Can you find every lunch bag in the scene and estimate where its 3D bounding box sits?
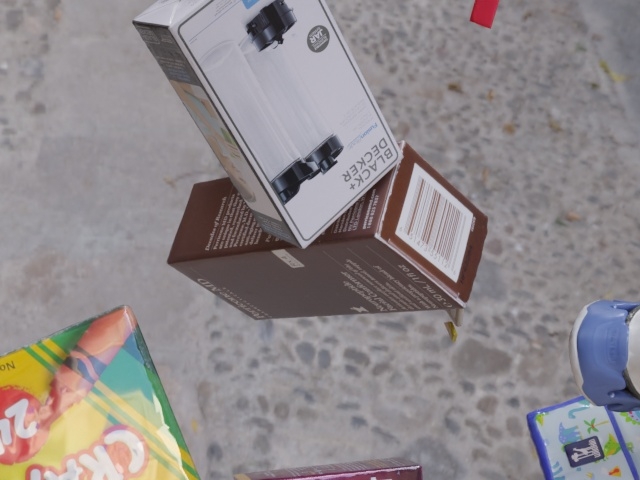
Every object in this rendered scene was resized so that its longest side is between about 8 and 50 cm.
[{"bbox_3d":[0.298,0.231,1.053,0.151,0.096,0.129,1,46,-12],"label":"lunch bag"}]

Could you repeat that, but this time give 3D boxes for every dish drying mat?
[{"bbox_3d":[0.206,-0.304,1.247,0.032,0.083,0.008,27,25,28],"label":"dish drying mat"}]

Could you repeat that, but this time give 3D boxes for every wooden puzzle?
[{"bbox_3d":[0.209,0.091,1.582,0.014,0.116,0.078,0,26,-13],"label":"wooden puzzle"}]

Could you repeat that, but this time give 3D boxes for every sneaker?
[{"bbox_3d":[0.396,0.115,0.903,0.315,0.182,0.128,8,81,-30],"label":"sneaker"}]

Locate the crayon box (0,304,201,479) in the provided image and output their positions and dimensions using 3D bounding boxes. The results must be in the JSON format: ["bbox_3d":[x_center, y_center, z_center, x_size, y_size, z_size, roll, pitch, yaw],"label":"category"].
[{"bbox_3d":[-0.163,0.227,0.694,0.202,0.081,0.319,-23,88,-12],"label":"crayon box"}]

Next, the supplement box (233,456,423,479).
[{"bbox_3d":[0.010,0.287,1.053,0.188,0.081,0.104,-3,84,-12],"label":"supplement box"}]

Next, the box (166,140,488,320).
[{"bbox_3d":[0.000,0.000,1.326,0.381,0.191,0.143,-6,57,44],"label":"box"}]

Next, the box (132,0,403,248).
[{"bbox_3d":[-0.045,-0.155,1.078,0.169,0.290,0.087,-42,34,-19],"label":"box"}]
